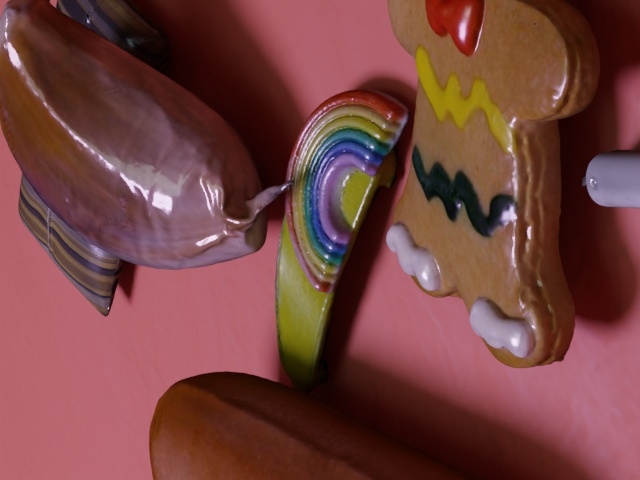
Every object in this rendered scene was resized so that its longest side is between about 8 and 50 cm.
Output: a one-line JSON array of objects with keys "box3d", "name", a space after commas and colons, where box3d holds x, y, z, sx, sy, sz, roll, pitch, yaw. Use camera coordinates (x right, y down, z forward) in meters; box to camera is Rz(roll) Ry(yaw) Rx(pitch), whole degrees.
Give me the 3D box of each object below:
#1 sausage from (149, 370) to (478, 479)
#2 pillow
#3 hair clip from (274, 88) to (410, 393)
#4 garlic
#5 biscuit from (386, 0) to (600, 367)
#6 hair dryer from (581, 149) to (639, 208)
[{"box3d": [0.006, 0.136, 0.947, 0.274, 0.105, 0.105, 19, 116, 53], "name": "sausage"}, {"box3d": [-0.137, -0.063, 1.157, 0.113, 0.038, 0.203, 47, 136, 37], "name": "pillow"}, {"box3d": [0.000, 0.000, 0.975, 0.060, 0.033, 0.188, 50, 138, 40], "name": "hair clip"}, {"box3d": [-0.087, -0.043, 1.018, 0.198, 0.090, 0.128, 39, 156, 25], "name": "garlic"}, {"box3d": [0.065, -0.072, 0.828, 0.158, 0.035, 0.240, -147, 52, -59], "name": "biscuit"}, {"box3d": [0.144, -0.014, 0.744, 0.137, 0.047, 0.082, 9, 108, 61], "name": "hair dryer"}]
